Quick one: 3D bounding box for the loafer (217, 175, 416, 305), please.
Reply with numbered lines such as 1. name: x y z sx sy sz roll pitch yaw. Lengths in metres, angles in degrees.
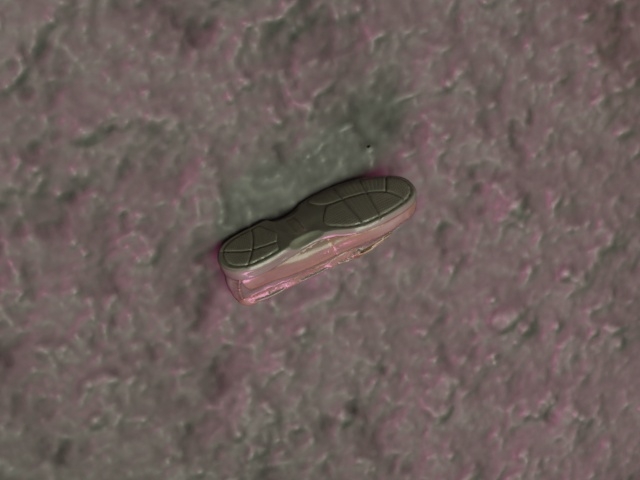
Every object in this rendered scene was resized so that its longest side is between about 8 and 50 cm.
1. loafer: 0.000 0.000 1.133 0.125 0.045 0.039 -22 133 -8
